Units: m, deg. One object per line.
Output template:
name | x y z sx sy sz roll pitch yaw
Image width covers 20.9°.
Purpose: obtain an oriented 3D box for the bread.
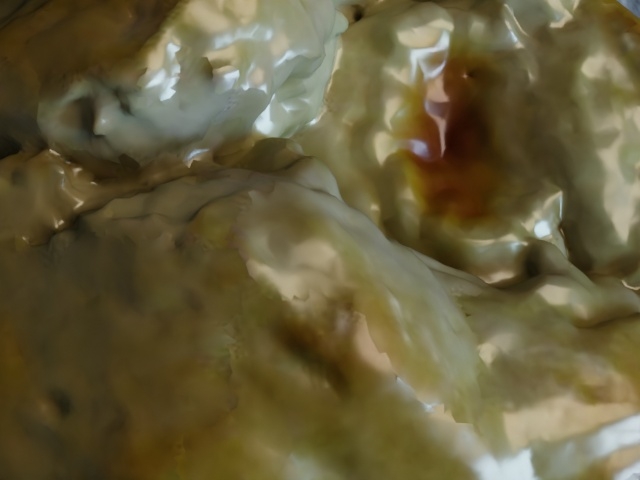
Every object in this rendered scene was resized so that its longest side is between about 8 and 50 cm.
bread | 0.003 0.006 0.438 0.244 0.134 0.244 12 58 -19
